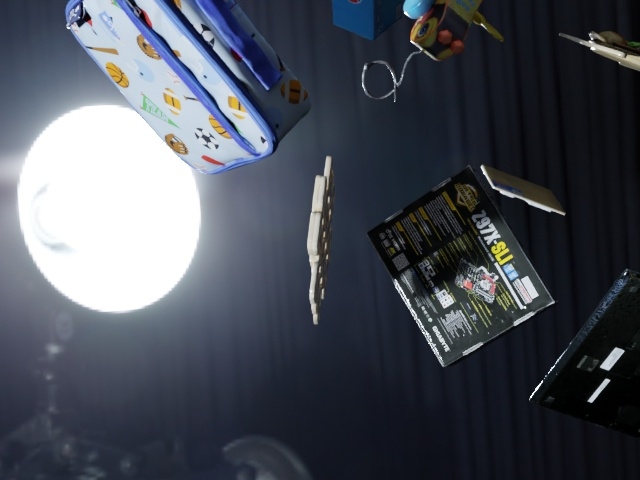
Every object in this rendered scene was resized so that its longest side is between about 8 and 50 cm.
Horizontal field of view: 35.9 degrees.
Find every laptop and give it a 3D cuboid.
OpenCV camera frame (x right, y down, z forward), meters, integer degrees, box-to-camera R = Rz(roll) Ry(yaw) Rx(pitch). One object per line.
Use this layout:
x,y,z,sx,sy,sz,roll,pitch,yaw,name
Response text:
0.429,0.125,1.251,0.264,0.234,0.136,19,-145,-10,laptop

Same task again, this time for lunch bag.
-0.164,-0.224,1.185,0.115,0.303,0.243,-51,-158,-24,lunch bag

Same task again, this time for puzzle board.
0.323,-0.080,1.582,0.128,0.011,0.096,19,-157,-11,puzzle board

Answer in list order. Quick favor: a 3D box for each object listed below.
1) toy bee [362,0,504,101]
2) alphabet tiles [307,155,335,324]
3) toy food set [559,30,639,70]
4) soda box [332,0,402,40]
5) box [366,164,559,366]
0.205,-0.341,1.542,0.195,0.298,0.162,10,-166,-21,toy bee
0.000,0.000,1.804,0.021,0.278,0.284,5,158,6,alphabet tiles
0.460,-0.286,1.478,0.192,0.038,0.132,8,-162,-44,toy food set
0.058,-0.365,1.252,0.071,0.210,0.067,29,-125,27,soda box
0.279,0.053,1.971,0.257,0.322,0.079,-34,166,14,box
